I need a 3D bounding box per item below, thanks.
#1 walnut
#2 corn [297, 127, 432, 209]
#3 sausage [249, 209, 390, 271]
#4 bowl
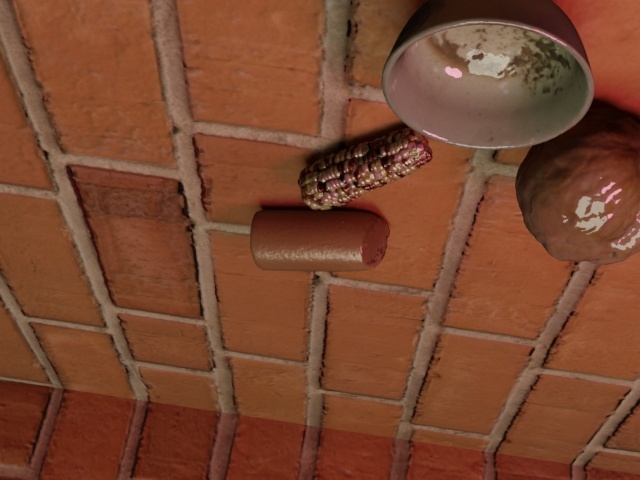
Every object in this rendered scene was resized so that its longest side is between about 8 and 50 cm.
[{"bbox_3d":[0.433,-0.086,1.571,0.248,0.248,0.248,7,151,4],"label":"walnut"},{"bbox_3d":[0.076,-0.127,1.756,0.281,0.092,0.092,-21,139,37],"label":"corn"},{"bbox_3d":[0.000,0.000,1.960,0.253,0.123,0.123,0,149,16],"label":"sausage"},{"bbox_3d":[0.233,-0.262,1.404,0.289,0.146,0.289,6,152,3],"label":"bowl"}]
